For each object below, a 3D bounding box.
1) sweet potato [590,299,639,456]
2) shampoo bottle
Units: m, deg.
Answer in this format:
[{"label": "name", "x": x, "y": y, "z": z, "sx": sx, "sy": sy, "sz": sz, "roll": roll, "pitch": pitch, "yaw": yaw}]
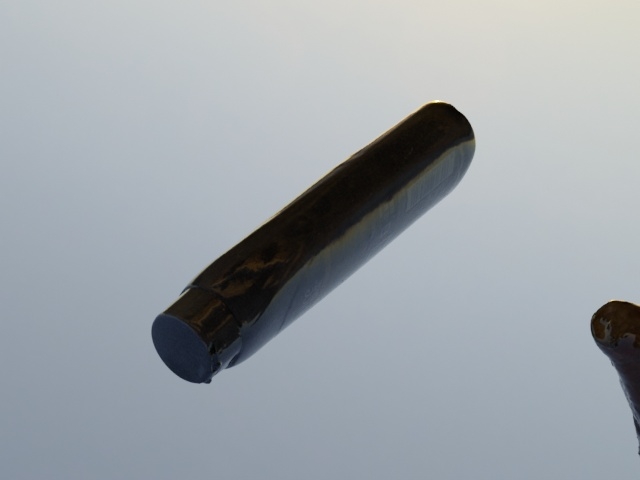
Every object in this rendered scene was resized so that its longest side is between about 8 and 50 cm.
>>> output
[{"label": "sweet potato", "x": 0.190, "y": 0.124, "z": 0.790, "sx": 0.058, "sy": 0.255, "sz": 0.078, "roll": -17, "pitch": -157, "yaw": 16}, {"label": "shampoo bottle", "x": 0.000, "y": 0.000, "z": 0.900, "sx": 0.049, "sy": 0.087, "sz": 0.234, "roll": 41, "pitch": -130, "yaw": 13}]
